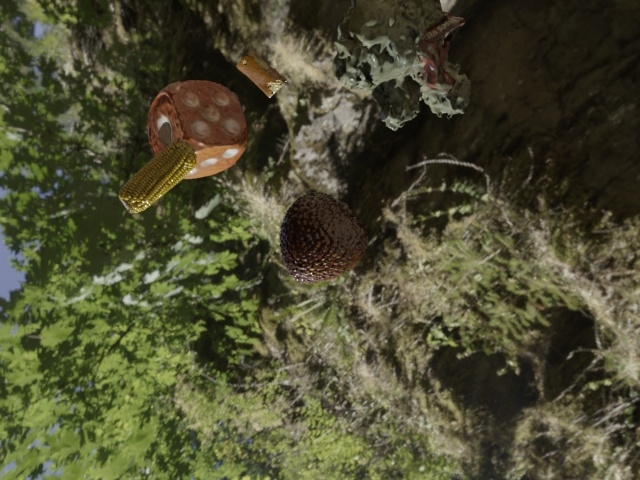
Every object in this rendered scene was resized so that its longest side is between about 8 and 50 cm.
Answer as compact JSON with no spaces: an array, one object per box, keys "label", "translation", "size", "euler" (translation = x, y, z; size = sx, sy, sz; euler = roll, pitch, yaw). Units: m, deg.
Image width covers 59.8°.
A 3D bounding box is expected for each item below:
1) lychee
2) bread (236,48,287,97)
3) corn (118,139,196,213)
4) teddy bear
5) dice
[{"label":"lychee","translation":[0.001,-0.006,1.167],"size":[0.194,0.194,0.194],"euler":[20,-140,-17]},{"label":"bread","translation":[-0.101,-0.290,0.963],"size":[0.083,0.047,0.036],"euler":[41,-144,-11]},{"label":"corn","translation":[-0.166,-0.065,0.570],"size":[0.037,0.037,0.092],"euler":[43,-102,12]},{"label":"teddy bear","translation":[0.157,-0.372,1.055],"size":[0.224,0.357,0.367],"euler":[14,-145,23]},{"label":"dice","translation":[-0.286,-0.255,1.297],"size":[0.179,0.174,0.175],"euler":[-15,-103,-40]}]
